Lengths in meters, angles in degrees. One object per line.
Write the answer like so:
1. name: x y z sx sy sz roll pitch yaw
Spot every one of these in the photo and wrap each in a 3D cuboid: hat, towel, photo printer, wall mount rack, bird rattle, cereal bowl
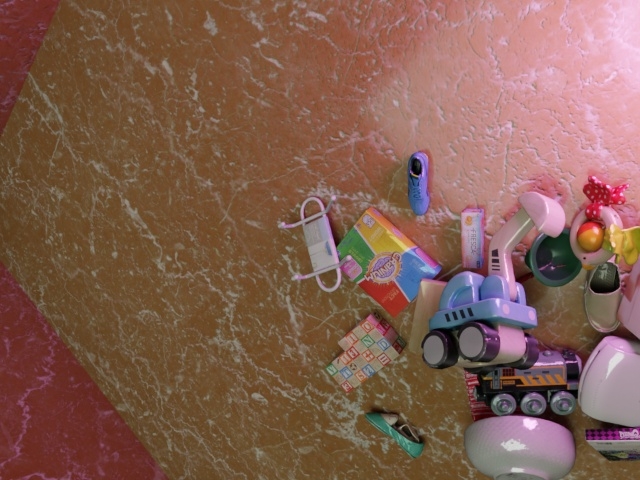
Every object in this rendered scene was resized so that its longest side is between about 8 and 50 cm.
1. hat: 0.652 0.053 1.535 0.208 0.183 0.173 -24 94 -11
2. towel: 0.591 0.495 1.708 0.199 0.031 0.275 -7 103 28
3. photo printer: 0.904 0.407 1.427 0.308 0.107 0.256 11 112 5
4. wall mount rack: 0.000 0.000 1.733 0.304 0.130 0.350 -23 77 40
5. bird rattle: 0.747 -0.035 1.362 0.207 0.143 0.253 119 145 -50
6. cereal bowl: 0.628 0.688 1.597 0.339 0.141 0.339 7 141 6

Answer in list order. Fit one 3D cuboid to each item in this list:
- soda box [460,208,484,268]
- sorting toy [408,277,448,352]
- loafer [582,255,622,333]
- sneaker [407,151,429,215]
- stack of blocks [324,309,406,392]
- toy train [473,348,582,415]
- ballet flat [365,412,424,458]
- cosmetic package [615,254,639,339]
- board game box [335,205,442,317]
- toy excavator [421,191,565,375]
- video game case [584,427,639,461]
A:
1. soda box: 0.478 -0.007 1.584 0.063 0.058 0.183 3 108 27
2. sorting toy: 0.436 0.251 1.650 0.255 0.089 0.257 10 112 11
3. loafer: 0.806 0.149 1.446 0.102 0.092 0.268 -3 105 28
4. sneaker: 0.305 -0.175 1.606 0.069 0.082 0.209 5 110 24
5. stack of blocks: 0.150 0.414 1.875 0.171 0.087 0.297 47 121 6
6. toy train: 0.643 0.431 1.564 0.334 0.142 0.190 -4 103 8
7. ballet flat: 0.289 0.713 1.918 0.247 0.083 0.087 37 95 12
8. cosmetic package: 0.918 0.110 1.327 0.153 0.129 0.296 5 111 -5
9. board game box: 0.217 0.076 1.742 0.316 0.064 0.242 42 120 9
10. toy excavator: 0.487 0.129 1.424 0.433 0.222 0.445 -30 52 52
11. video game case: 0.931 0.599 1.476 0.232 0.042 0.210 -19 135 39
